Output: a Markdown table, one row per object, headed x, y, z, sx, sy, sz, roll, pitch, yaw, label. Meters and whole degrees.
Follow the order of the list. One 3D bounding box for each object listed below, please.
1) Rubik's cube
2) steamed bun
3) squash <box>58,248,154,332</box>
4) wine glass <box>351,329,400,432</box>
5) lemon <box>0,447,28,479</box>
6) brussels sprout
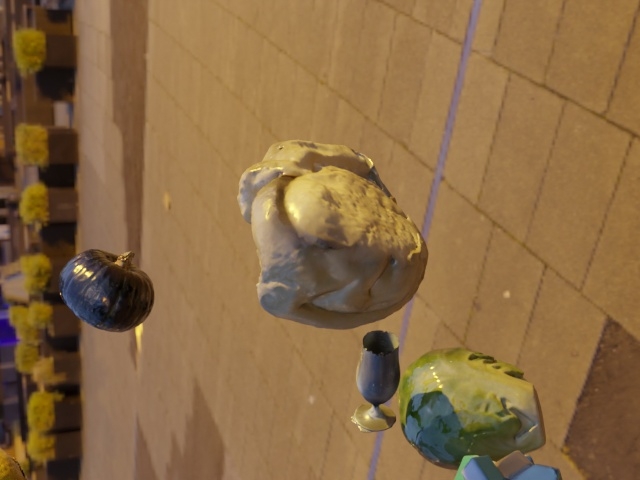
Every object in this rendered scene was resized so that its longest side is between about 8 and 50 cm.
| x | y | z | sx | sy | sz | roll | pitch | yaw | label |
| --- | --- | --- | --- | --- | --- | --- | --- | --- | --- |
| 0.341 | 0.490 | 1.511 | 0.213 | 0.224 | 0.265 | 60 | -175 | -49 | Rubik's cube |
| 0.003 | 0.000 | 1.341 | 0.230 | 0.325 | 0.372 | -49 | 27 | 24 | steamed bun |
| -0.416 | 0.096 | 1.623 | 0.156 | 0.193 | 0.193 | -57 | 38 | 26 | squash |
| 0.124 | 0.310 | 1.835 | 0.103 | 0.103 | 0.222 | -129 | 36 | -55 | wine glass |
| -0.835 | 0.622 | 2.009 | 0.310 | 0.253 | 0.253 | 34 | 135 | 16 | lemon |
| 0.346 | 0.394 | 1.925 | 0.354 | 0.289 | 0.281 | -2 | 64 | 28 | brussels sprout |
